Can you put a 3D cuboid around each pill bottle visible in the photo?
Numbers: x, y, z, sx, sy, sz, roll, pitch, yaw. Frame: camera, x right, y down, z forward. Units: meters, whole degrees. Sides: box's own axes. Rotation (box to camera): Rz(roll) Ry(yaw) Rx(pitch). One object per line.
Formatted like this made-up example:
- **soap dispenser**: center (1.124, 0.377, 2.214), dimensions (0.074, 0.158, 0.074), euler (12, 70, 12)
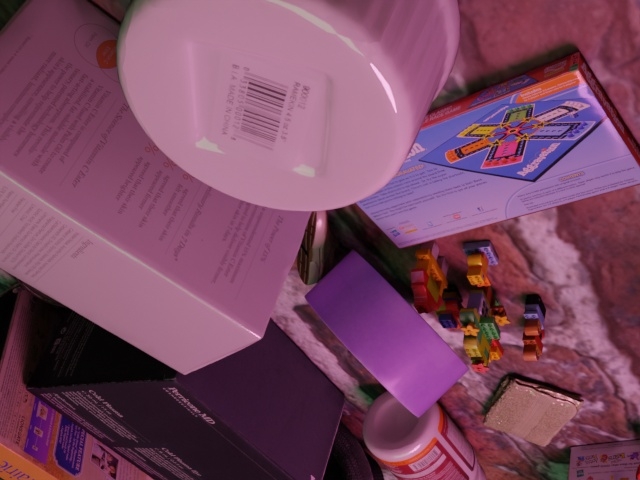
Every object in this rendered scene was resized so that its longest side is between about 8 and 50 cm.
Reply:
- **pill bottle**: center (0.164, 0.324, 1.197), dimensions (0.121, 0.121, 0.221), euler (-9, 135, 33)

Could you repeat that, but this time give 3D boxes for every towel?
- **towel**: center (0.293, 0.241, 1.108), dimensions (0.110, 0.027, 0.148), euler (18, 144, 4)

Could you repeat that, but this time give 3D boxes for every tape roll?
- **tape roll**: center (0.074, 0.104, 0.897), dimensions (0.189, 0.080, 0.189), euler (45, 180, 0)

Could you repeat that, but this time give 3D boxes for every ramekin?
- **ramekin**: center (-0.032, -0.149, 0.659), dimensions (0.277, 0.135, 0.277), euler (13, 143, 10)

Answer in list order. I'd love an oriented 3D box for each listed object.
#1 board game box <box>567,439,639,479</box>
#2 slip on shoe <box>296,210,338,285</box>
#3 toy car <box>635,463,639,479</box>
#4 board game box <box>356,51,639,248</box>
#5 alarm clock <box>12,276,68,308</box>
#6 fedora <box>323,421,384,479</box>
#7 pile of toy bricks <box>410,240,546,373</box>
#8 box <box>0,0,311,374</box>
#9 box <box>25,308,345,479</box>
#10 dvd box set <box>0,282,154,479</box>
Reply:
- **board game box**: center (0.430, 0.434, 1.083), dimensions (0.144, 0.275, 0.142), euler (-21, 128, 43)
- **slip on shoe**: center (0.000, 0.000, 0.922), dimensions (0.041, 0.051, 0.135), euler (-16, 138, -19)
- **toy car**: center (0.554, 0.281, 1.003), dimensions (0.225, 0.053, 0.239), euler (28, 133, -22)
- **board game box**: center (0.150, -0.073, 0.765), dimensions (0.281, 0.027, 0.145), euler (-17, 132, 39)
- **alarm clock**: center (-0.366, 0.044, 1.134), dimensions (0.192, 0.064, 0.129), euler (-10, 135, 30)
- **fedora**: center (-0.010, 0.430, 1.349), dimensions (0.334, 0.333, 0.153), euler (-16, 161, 39)
- **pile of toy bricks**: center (0.184, 0.099, 0.906), dimensions (0.118, 0.105, 0.212), euler (-7, 137, 31)
- **box**: center (-0.200, -0.052, 0.797), dimensions (0.345, 0.215, 0.168), euler (36, 142, -20)
- **box**: center (-0.190, 0.230, 1.192), dimensions (0.313, 0.178, 0.343), euler (-8, 136, 35)
- **dvd box set**: center (-0.375, 0.299, 1.271), dimensions (0.062, 0.307, 0.420), euler (-29, 128, 14)
